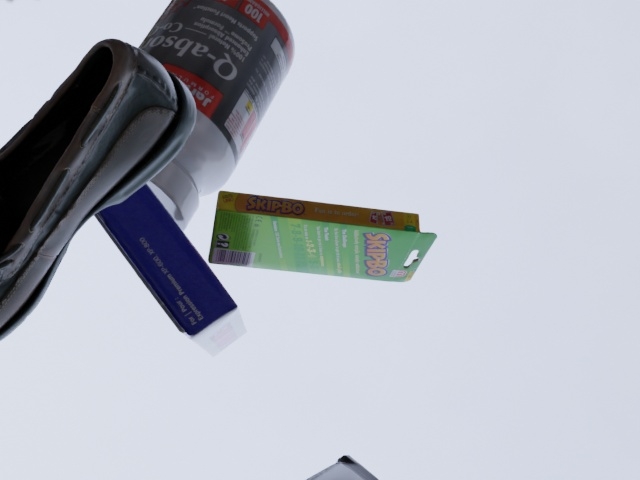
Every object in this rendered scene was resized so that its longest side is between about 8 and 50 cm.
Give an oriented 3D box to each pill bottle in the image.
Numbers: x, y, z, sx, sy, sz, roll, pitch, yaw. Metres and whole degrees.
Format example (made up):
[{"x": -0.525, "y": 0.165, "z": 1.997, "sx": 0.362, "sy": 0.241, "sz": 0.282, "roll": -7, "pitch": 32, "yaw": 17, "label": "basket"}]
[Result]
[{"x": -0.194, "y": -0.195, "z": 1.128, "sx": 0.210, "sy": 0.210, "sz": 0.363, "roll": 31, "pitch": -121, "yaw": -12, "label": "pill bottle"}]

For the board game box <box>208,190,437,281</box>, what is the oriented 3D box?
[{"x": 0.000, "y": 0.000, "z": 0.931, "sx": 0.259, "sy": 0.124, "sz": 0.039, "roll": 8, "pitch": -123, "yaw": -8, "label": "board game box"}]

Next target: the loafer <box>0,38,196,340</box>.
[{"x": -0.200, "y": -0.025, "z": 0.496, "sx": 0.267, "sy": 0.084, "sz": 0.096, "roll": -45, "pitch": -114, "yaw": 0, "label": "loafer"}]

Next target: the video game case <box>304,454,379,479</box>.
[{"x": -0.100, "y": 0.214, "z": 0.243, "sx": 0.035, "sy": 0.275, "sz": 0.248, "roll": 35, "pitch": -160, "yaw": 26, "label": "video game case"}]

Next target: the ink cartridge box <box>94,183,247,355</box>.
[{"x": -0.161, "y": 0.035, "z": 0.852, "sx": 0.069, "sy": 0.371, "sz": 0.175, "roll": -37, "pitch": -97, "yaw": -8, "label": "ink cartridge box"}]
